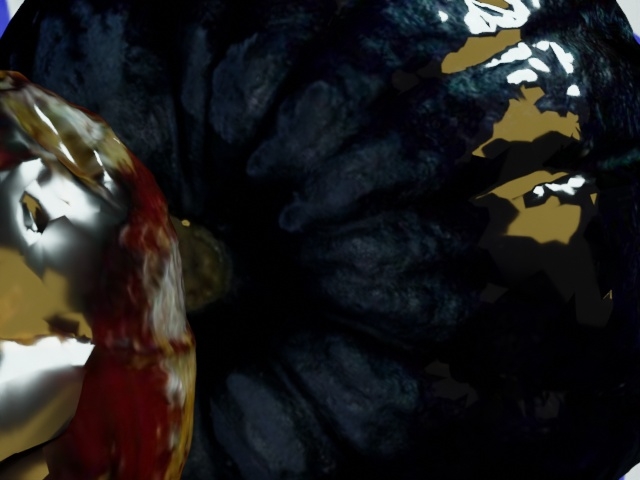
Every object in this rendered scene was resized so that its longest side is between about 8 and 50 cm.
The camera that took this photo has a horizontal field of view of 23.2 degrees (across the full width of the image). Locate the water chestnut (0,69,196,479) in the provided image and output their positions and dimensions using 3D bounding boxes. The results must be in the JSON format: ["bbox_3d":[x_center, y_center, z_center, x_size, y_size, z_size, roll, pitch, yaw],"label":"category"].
[{"bbox_3d":[-0.188,0.051,0.558,0.289,0.244,0.289,15,63,-31],"label":"water chestnut"}]

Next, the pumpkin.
[{"bbox_3d":[0.000,0.000,0.743,0.266,0.363,0.364,-2,79,-62],"label":"pumpkin"}]
